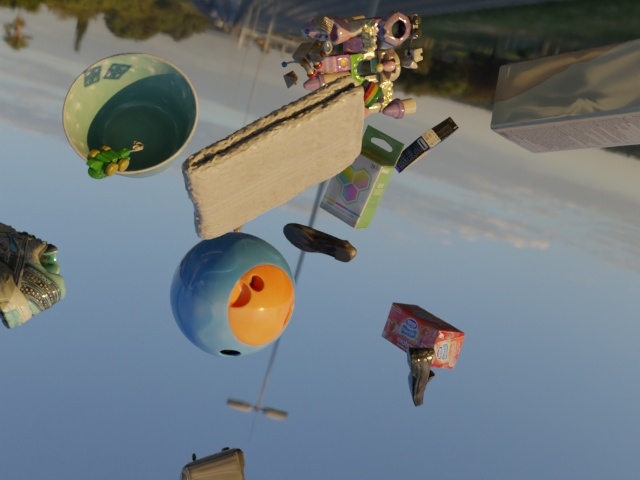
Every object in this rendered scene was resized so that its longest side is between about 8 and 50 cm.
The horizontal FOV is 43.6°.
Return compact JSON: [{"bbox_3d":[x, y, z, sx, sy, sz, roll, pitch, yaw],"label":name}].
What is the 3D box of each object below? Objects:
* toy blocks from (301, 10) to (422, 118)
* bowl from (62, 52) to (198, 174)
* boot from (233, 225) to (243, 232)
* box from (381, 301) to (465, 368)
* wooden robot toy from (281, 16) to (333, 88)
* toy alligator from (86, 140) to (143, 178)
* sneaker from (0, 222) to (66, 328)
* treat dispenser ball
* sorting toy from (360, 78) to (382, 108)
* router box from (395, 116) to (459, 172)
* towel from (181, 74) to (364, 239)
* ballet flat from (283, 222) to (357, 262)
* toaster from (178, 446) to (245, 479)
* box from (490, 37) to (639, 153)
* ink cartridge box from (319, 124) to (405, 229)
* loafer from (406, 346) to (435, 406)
[{"bbox_3d":[0.072,-0.438,2.069,0.260,0.288,0.309,-15,-158,-26],"label":"toy blocks"},{"bbox_3d":[-0.442,-0.273,1.912,0.311,0.311,0.163,15,162,1],"label":"bowl"},{"bbox_3d":[-0.238,-0.091,2.400,0.042,0.118,0.087,9,154,-18],"label":"boot"},{"bbox_3d":[0.330,0.306,2.590,0.122,0.128,0.257,11,-169,-34],"label":"box"},{"bbox_3d":[-0.007,-0.387,1.661,0.079,0.173,0.076,13,155,50],"label":"wooden robot toy"},{"bbox_3d":[-0.408,-0.153,1.570,0.056,0.051,0.189,35,-156,5],"label":"toy alligator"},{"bbox_3d":[-0.500,0.038,1.330,0.122,0.110,0.283,-21,-138,-22],"label":"sneaker"},{"bbox_3d":[-0.199,0.124,1.833,0.288,0.288,0.288,15,-168,-3],"label":"treat dispenser ball"},{"bbox_3d":[0.027,-0.236,1.544,0.046,0.274,0.132,32,-138,-14],"label":"sorting toy"},{"bbox_3d":[0.288,-0.264,2.202,0.046,0.133,0.179,53,-136,2],"label":"router box"},{"bbox_3d":[-0.061,-0.116,1.125,0.282,0.187,0.049,-29,-115,-15],"label":"towel"},{"bbox_3d":[0.000,0.000,2.398,0.250,0.084,0.058,19,-137,26],"label":"ballet flat"},{"bbox_3d":[-0.229,0.578,1.768,0.146,0.227,0.129,-8,158,-15],"label":"toaster"},{"bbox_3d":[0.448,-0.228,1.294,0.148,0.121,0.311,19,168,-41],"label":"box"},{"bbox_3d":[0.091,-0.142,1.771,0.109,0.209,0.062,33,-162,28],"label":"ink cartridge box"},{"bbox_3d":[0.236,0.317,1.850,0.061,0.170,0.062,-8,-144,-4],"label":"loafer"}]
